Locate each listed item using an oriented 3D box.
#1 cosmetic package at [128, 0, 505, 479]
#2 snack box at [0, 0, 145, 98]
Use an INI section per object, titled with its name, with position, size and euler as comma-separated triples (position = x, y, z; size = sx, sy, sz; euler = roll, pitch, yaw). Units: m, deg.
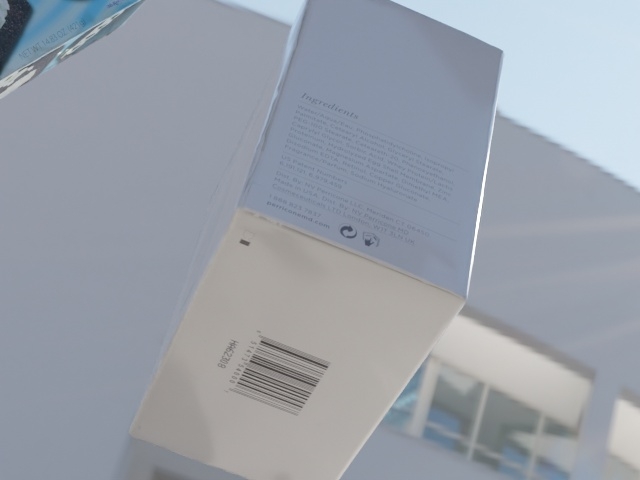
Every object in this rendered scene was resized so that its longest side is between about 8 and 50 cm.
[cosmetic package]
position = 0.000, 0.000, 0.878
size = 0.138, 0.225, 0.224
euler = 21, -44, -8
[snack box]
position = -0.279, -0.169, 0.943
size = 0.187, 0.322, 0.060
euler = 51, -43, -4
